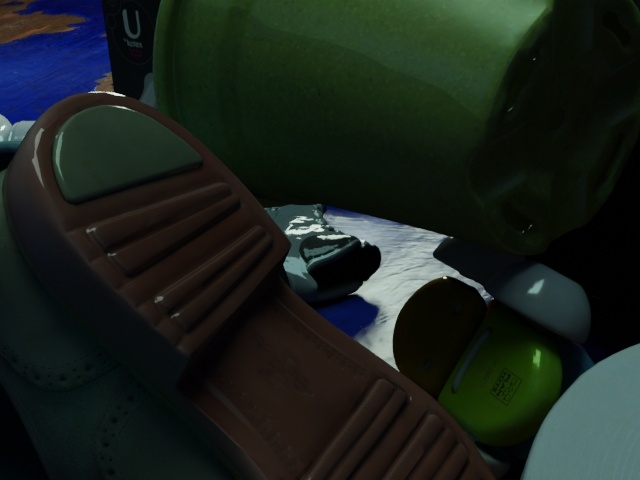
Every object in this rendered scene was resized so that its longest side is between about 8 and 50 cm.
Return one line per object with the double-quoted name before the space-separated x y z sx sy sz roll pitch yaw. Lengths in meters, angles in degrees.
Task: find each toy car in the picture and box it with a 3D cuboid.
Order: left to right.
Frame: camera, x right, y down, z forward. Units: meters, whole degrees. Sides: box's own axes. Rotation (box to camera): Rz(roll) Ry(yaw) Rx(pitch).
"toy car" 0.127 0.092 0.955 0.136 0.159 0.182 28 4 -26

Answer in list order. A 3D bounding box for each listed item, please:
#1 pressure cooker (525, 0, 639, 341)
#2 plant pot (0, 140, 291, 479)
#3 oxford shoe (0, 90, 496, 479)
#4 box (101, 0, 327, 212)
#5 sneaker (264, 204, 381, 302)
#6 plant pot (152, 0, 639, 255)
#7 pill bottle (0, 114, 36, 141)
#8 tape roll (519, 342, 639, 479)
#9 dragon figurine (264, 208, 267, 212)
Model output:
"pressure cooker" 0.353 -0.154 1.126 0.420 0.375 0.370 -24 -1 -22
"plant pot" -0.138 0.066 0.916 0.272 0.271 0.255 2 6 17
"oxford shoe" -0.028 0.120 0.657 0.146 0.397 0.140 -36 -1 38
"box" -0.107 -0.143 1.415 0.165 0.270 0.143 12 27 38
"sneaker" 0.000 0.000 1.298 0.132 0.086 0.228 6 33 15
"plant pot" 0.072 -0.114 0.943 0.276 0.276 0.254 -23 36 -40
"pill bottle" -0.406 -0.094 1.589 0.180 0.108 0.108 -1 21 10
"tape roll" 0.265 0.178 0.583 0.392 0.072 0.392 9 31 -6
"dragon figurine" -0.095 -0.025 1.187 0.144 0.085 0.289 22 62 18
